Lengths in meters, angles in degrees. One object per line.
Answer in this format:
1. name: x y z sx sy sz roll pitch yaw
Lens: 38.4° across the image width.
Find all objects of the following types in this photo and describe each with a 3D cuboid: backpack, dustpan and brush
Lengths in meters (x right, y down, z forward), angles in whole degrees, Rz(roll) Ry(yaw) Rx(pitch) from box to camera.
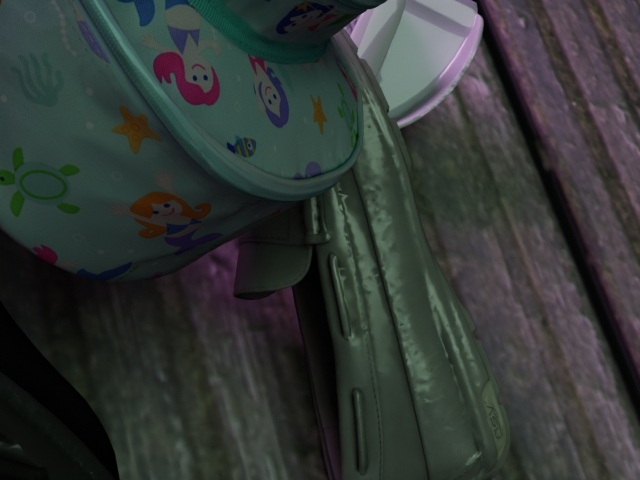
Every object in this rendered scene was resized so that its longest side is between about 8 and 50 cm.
1. backpack: -0.078 -0.118 0.392 0.254 0.191 0.225 67 21 -1
2. dustpan and brush: 0.018 -0.100 0.613 0.147 0.060 0.211 24 86 -11

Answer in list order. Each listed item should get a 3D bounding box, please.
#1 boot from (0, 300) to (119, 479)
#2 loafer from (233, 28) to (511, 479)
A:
1. boot: -0.186 -0.017 0.448 0.348 0.131 0.260 51 29 -20
2. loafer: 0.000 0.000 0.516 0.111 0.112 0.319 -20 81 -13
